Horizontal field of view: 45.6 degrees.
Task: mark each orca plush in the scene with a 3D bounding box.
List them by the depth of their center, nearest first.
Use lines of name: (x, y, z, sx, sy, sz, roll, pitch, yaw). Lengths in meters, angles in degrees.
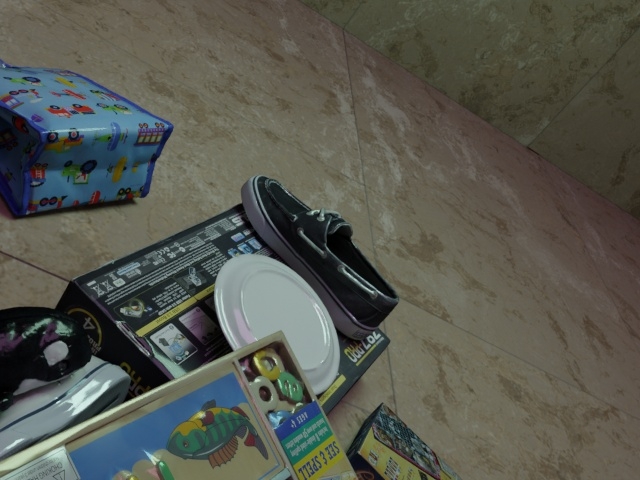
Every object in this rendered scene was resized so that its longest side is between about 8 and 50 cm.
orca plush: (-0.360, 0.078, 0.701, 0.287, 0.102, 0.151, 6, 24, -12)

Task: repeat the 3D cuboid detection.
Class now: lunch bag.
lunch bag: (-0.400, -0.185, 1.093, 0.293, 0.138, 0.221, 41, 30, 23)

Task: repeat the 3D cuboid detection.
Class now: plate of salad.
plate of salad: (-0.056, 0.106, 0.946, 0.200, 0.048, 0.200, 32, 37, -28)

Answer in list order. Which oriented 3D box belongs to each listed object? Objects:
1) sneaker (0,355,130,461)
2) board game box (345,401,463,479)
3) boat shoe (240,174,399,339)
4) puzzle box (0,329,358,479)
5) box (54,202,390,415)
sneaker: (-0.295, 0.184, 0.736, 0.091, 0.094, 0.258, 26, 22, 13)
board game box: (0.111, 0.307, 0.976, 0.165, 0.042, 0.243, 44, 9, 8)
boat shoe: (0.000, 0.000, 1.109, 0.108, 0.102, 0.301, -5, 51, -54)
puzzle box: (-0.100, 0.258, 0.669, 0.409, 0.052, 0.272, -19, 80, -58)
box: (-0.106, 0.122, 1.014, 0.318, 0.097, 0.395, 42, 29, 8)
